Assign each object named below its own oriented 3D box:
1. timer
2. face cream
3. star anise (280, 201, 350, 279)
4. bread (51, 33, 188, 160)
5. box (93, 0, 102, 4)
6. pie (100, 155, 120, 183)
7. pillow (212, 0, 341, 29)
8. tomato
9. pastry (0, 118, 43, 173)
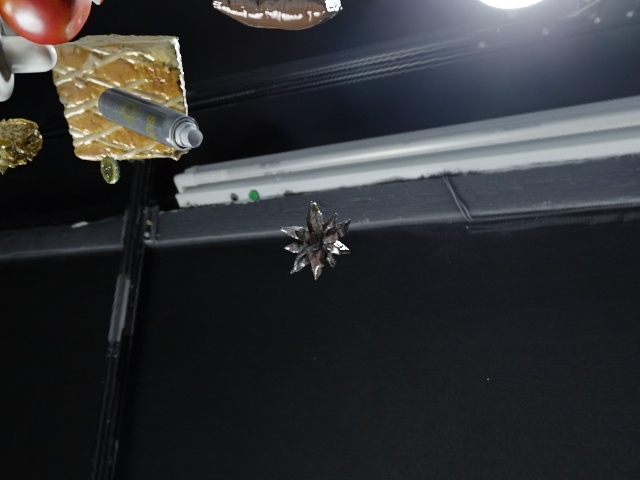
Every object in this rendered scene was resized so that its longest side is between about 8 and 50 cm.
[{"bbox_3d":[-0.690,-0.402,0.916,0.240,0.233,0.234,-9,-114,-20],"label":"timer"},{"bbox_3d":[-0.348,-0.248,0.920,0.283,0.073,0.073,26,-96,29],"label":"face cream"},{"bbox_3d":[0.000,0.000,1.088,0.182,0.065,0.195,-20,-72,-20],"label":"star anise"},{"bbox_3d":[-0.629,-0.471,1.482,0.390,0.371,0.279,-5,-147,-7],"label":"bread"},{"bbox_3d":[-0.611,-0.722,1.156,0.133,0.182,0.099,-44,-90,9],"label":"box"},{"bbox_3d":[-0.633,-0.212,1.343,0.084,0.021,0.084,8,-74,28],"label":"pie"},{"bbox_3d":[-0.108,-0.651,1.250,0.305,0.308,0.108,5,-61,7],"label":"pillow"},{"bbox_3d":[-0.545,-0.488,0.896,0.195,0.136,0.195,-47,-156,28],"label":"tomato"},{"bbox_3d":[-0.921,-0.290,1.350,0.250,0.154,0.102,56,-47,51],"label":"pastry"}]
